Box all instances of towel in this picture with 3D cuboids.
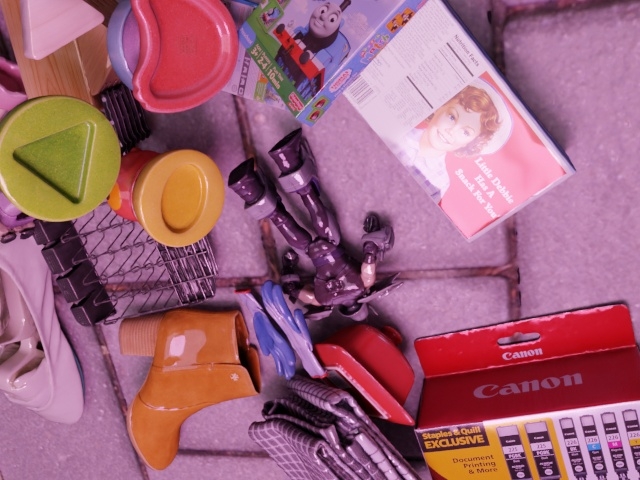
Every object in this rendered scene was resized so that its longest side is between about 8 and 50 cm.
[{"bbox_3d":[0.039,0.336,0.929,0.121,0.235,0.283,-42,102,-19],"label":"towel"}]

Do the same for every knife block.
[{"bbox_3d":[-0.346,-0.218,0.865,0.276,0.088,0.242,39,116,-6],"label":"knife block"}]

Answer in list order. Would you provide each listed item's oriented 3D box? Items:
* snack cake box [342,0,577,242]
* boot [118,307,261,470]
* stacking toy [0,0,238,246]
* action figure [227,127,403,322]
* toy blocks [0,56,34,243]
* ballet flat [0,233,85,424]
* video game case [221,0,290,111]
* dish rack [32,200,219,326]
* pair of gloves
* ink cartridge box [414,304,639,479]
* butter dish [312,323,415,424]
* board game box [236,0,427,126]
[{"bbox_3d":[0.158,-0.147,0.773,0.152,0.089,0.264,-37,101,23],"label":"snack cake box"},{"bbox_3d":[-0.195,0.246,1.028,0.211,0.104,0.295,-1,110,14],"label":"boot"},{"bbox_3d":[-0.245,-0.156,0.749,0.130,0.280,0.308,20,103,42],"label":"stacking toy"},{"bbox_3d":[0.000,0.000,0.878,0.185,0.099,0.285,-26,109,15],"label":"action figure"},{"bbox_3d":[-0.469,-0.168,0.780,0.260,0.289,0.309,-33,86,30],"label":"toy blocks"},{"bbox_3d":[-0.485,0.159,1.043,0.139,0.139,0.400,5,115,12],"label":"ballet flat"},{"bbox_3d":[-0.067,-0.235,0.830,0.166,0.015,0.119,18,116,6],"label":"video game case"},{"bbox_3d":[-0.286,0.020,0.969,0.272,0.074,0.208,-13,111,17],"label":"dish rack"},{"bbox_3d":[-0.060,0.131,0.926,0.159,0.023,0.198,61,154,-7],"label":"pair of gloves"},{"bbox_3d":[0.300,0.256,0.895,0.310,0.130,0.271,-15,108,20],"label":"ink cartridge box"},{"bbox_3d":[0.072,0.173,0.928,0.160,0.118,0.160,46,157,-9],"label":"butter dish"},{"bbox_3d":[0.013,-0.260,0.730,0.211,0.039,0.160,-44,61,19],"label":"board game box"}]
